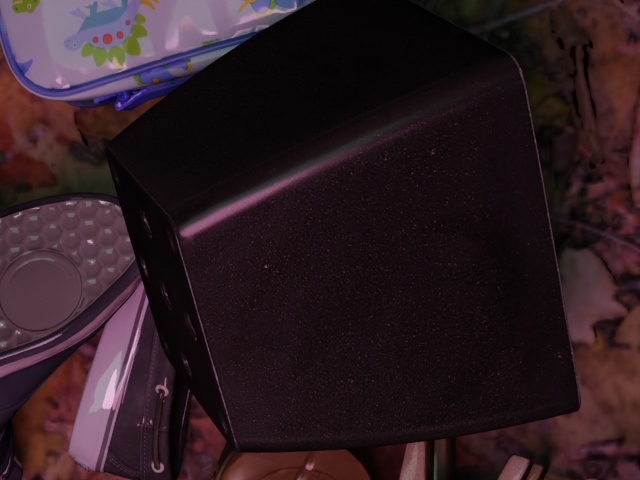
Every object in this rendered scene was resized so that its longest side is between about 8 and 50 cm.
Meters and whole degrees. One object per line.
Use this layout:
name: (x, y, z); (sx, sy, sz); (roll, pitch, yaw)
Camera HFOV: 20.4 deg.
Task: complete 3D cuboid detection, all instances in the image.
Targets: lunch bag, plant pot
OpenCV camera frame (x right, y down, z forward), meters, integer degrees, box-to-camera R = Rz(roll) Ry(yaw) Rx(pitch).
lunch bag: (-0.081, -0.171, 0.995); (0.219, 0.090, 0.176); (-16, 87, 12)
plant pot: (0.000, 0.000, 0.875); (0.167, 0.187, 0.188); (-21, 116, -13)

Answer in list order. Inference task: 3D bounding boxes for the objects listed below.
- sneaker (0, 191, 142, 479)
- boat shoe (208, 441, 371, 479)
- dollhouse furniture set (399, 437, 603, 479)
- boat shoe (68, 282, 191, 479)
sneaker: (-0.177, 0.069, 0.984); (0.226, 0.163, 0.086); (-35, 69, -3)
boat shoe: (-0.048, 0.259, 0.984); (0.123, 0.123, 0.342); (6, 98, -16)
dollhouse furniture set: (0.147, 0.193, 0.863); (0.262, 0.259, 0.135); (18, 85, 14)
boat shoe: (-0.075, 0.033, 1.005); (0.076, 0.080, 0.229); (20, 95, 4)
